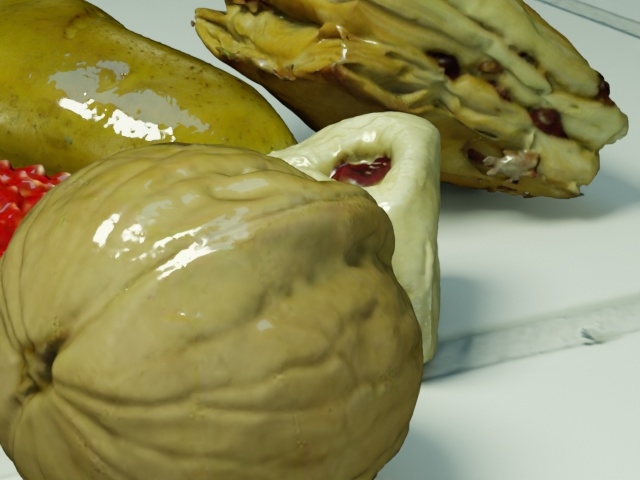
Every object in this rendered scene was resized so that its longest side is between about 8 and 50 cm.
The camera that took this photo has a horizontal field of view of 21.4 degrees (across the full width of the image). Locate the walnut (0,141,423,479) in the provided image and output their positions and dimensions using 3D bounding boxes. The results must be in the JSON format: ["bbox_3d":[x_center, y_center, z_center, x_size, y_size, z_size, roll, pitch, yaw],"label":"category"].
[{"bbox_3d":[-0.056,0.051,0.866,0.228,0.228,0.228,2,22,-1],"label":"walnut"}]

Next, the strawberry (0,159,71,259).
[{"bbox_3d":[-0.216,-0.001,1.067,0.233,0.137,0.306,14,26,31],"label":"strawberry"}]

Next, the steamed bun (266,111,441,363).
[{"bbox_3d":[0.000,0.000,1.083,0.155,0.140,0.172,0,25,5],"label":"steamed bun"}]

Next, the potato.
[{"bbox_3d":[-0.179,-0.100,1.315,0.369,0.176,0.195,24,-12,28],"label":"potato"}]

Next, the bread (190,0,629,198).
[{"bbox_3d":[0.045,-0.150,1.312,0.324,0.167,0.277,39,-5,-35],"label":"bread"}]
